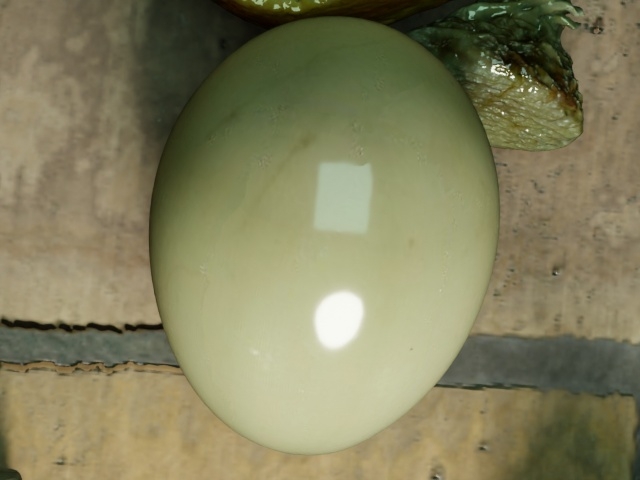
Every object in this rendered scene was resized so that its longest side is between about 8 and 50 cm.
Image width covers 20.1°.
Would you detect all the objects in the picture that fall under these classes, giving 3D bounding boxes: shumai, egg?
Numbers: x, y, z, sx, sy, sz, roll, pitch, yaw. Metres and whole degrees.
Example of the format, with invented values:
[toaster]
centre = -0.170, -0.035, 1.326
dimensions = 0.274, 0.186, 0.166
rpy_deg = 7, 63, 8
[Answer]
[shumai]
centre = 0.103, -0.110, 1.038
dimensions = 0.124, 0.099, 0.087
rpy_deg = 31, 65, -43
[egg]
centre = 0.000, 0.000, 0.968
dimensions = 0.186, 0.186, 0.241
rpy_deg = 10, 109, -9

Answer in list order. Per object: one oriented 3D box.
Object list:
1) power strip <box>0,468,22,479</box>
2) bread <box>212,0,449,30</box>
[power strip]
centre = -0.349, 0.169, 0.956
dimensions = 0.385, 0.091, 0.062
rpy_deg = -5, 87, -9
[bread]
centre = -0.018, -0.181, 1.001
dimensions = 0.260, 0.129, 0.134
rpy_deg = 25, 103, 3
